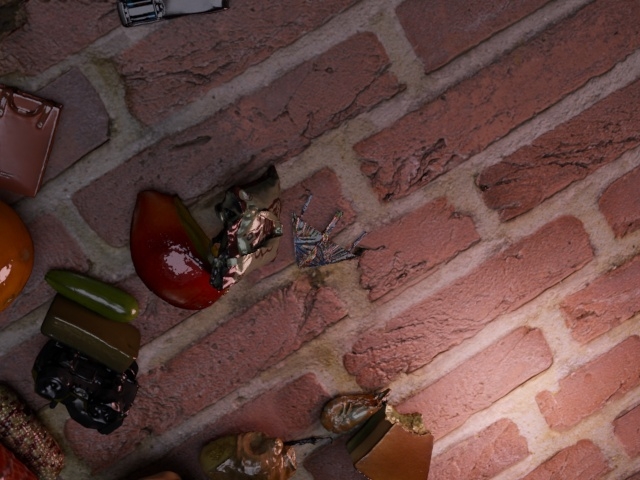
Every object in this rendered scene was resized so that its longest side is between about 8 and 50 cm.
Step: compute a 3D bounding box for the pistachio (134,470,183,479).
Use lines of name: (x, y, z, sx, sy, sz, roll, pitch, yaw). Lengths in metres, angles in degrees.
pistachio: (-0.353, 0.714, 1.587, 0.365, 0.281, 0.445, -22, 121, -34)

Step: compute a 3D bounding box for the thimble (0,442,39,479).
thimble: (-0.754, 0.537, 1.415, 0.350, 0.350, 0.230, -36, 108, 1)

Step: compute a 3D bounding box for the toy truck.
toy truck: (-0.501, 0.312, 1.511, 0.224, 0.147, 0.165, 31, 121, -16)

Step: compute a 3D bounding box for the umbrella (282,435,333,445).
umbrella: (-0.044, 0.478, 1.718, 0.149, 0.022, 0.022, -2, 145, -3)

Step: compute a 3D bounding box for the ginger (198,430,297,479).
ginger: (-0.148, 0.554, 1.667, 0.219, 0.123, 0.270, -24, 120, 0)

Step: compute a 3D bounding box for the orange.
orange: (-0.656, 0.037, 1.318, 0.261, 0.261, 0.261, -4, 108, -11)

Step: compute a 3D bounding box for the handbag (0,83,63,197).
handbag: (-0.576, -0.190, 1.369, 0.127, 0.063, 0.190, 18, 105, -16)

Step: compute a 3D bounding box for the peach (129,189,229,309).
peach: (-0.297, 0.030, 1.447, 0.159, 0.154, 0.267, -33, 112, 1)

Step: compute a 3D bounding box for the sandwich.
sandwich: (0.203, 0.510, 1.730, 0.220, 0.108, 0.186, 40, 96, -18)

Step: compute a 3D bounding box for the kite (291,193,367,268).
kite: (0.000, 0.000, 1.578, 0.183, 0.010, 0.160, 35, 97, -19)

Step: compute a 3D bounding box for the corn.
corn: (-0.629, 0.415, 1.535, 0.086, 0.086, 0.253, -31, 111, -1)

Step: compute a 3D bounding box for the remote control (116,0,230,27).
remote control: (-0.276, -0.448, 1.366, 0.212, 0.028, 0.059, -14, 109, -7)

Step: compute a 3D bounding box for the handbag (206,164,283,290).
handbag: (-0.143, -0.029, 1.440, 0.127, 0.235, 0.213, 14, 109, 20)

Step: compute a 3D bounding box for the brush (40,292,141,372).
brush: (-0.467, 0.187, 1.477, 0.197, 0.123, 0.059, 32, 103, -18)

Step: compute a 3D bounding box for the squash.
squash: (-0.468, 0.111, 1.486, 0.201, 0.066, 0.066, 26, 100, -12)

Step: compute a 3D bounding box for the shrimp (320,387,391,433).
shrimp: (0.087, 0.397, 1.705, 0.184, 0.043, 0.091, -21, 107, -4)
